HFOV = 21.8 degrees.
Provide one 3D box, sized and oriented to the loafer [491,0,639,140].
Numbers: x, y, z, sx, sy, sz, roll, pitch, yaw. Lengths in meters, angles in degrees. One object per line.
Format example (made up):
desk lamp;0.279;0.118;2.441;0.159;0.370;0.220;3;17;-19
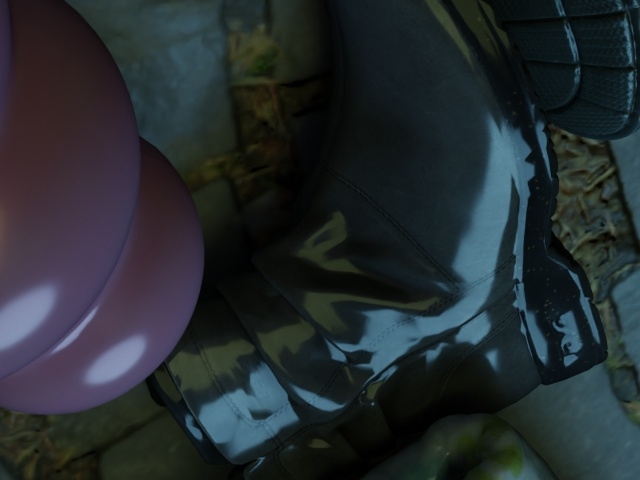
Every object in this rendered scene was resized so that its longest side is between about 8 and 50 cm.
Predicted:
loafer;0.105;-0.161;0.756;0.084;0.096;0.267;-58;136;-27

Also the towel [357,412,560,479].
towel;0.013;0.279;0.947;0.374;0.090;0.320;-36;142;5

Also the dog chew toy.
dog chew toy;-0.164;-0.033;0.630;0.206;0.206;0.332;-46;138;6

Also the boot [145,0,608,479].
boot;0.000;0.000;0.795;0.222;0.118;0.338;-27;126;-3
